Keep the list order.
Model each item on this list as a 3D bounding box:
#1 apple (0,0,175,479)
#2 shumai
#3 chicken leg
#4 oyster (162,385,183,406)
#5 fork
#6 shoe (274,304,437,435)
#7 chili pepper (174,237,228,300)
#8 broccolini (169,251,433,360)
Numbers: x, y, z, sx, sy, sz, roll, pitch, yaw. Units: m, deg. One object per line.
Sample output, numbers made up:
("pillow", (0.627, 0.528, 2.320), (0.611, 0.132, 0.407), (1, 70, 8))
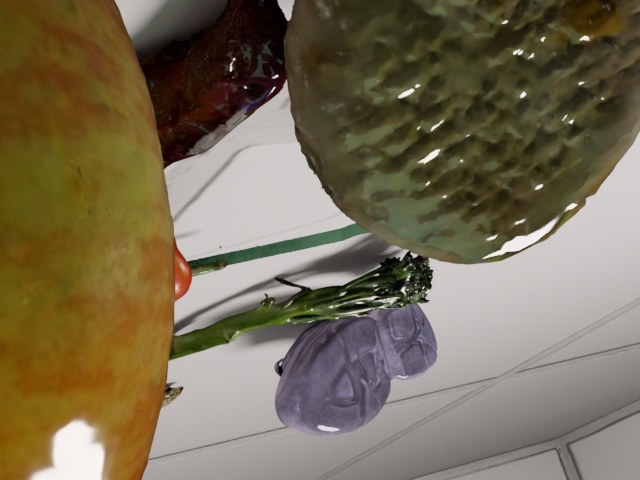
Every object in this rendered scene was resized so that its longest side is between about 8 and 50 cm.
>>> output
("apple", (-0.192, 0.011, 0.409), (0.302, 0.301, 0.301), (-18, 164, -5))
("shumai", (0.069, -0.097, 0.673), (0.201, 0.201, 0.120), (-16, -155, -11))
("chicken leg", (-0.060, -0.083, 0.677), (0.093, 0.053, 0.205), (14, 141, -39))
("oyster", (-0.180, 0.165, 1.408), (0.083, 0.019, 0.054), (-18, 163, 1))
("fork", (0.001, -0.001, 1.045), (0.235, 0.039, 0.021), (-12, 158, -15))
("shoe", (0.005, 0.123, 1.298), (0.138, 0.095, 0.245), (-18, -176, 32))
("chili pepper", (-0.155, 0.017, 0.875), (0.272, 0.063, 0.071), (4, 139, -50))
("broccolini", (-0.022, 0.061, 1.212), (0.271, 0.062, 0.123), (-17, 161, 18))
